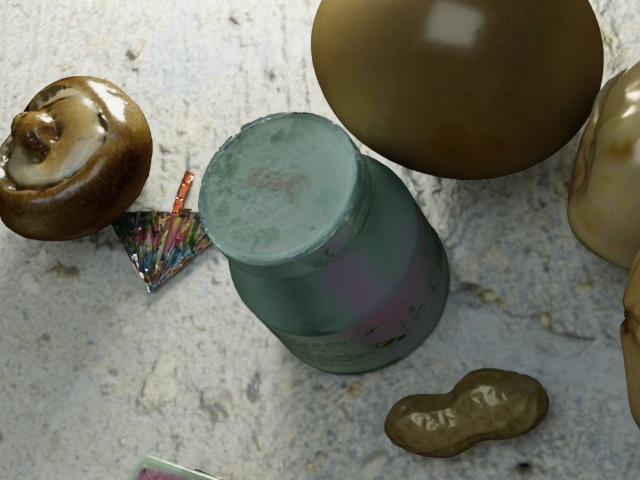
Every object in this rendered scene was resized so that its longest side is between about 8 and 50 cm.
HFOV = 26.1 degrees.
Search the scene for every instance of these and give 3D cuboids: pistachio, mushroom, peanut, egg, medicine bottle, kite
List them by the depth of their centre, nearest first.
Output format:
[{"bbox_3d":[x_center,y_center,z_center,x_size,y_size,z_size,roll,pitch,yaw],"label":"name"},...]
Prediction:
[{"bbox_3d":[0.414,-0.101,1.551,0.321,0.229,0.238,-39,96,-5],"label":"pistachio"},{"bbox_3d":[0.165,0.198,1.584,0.192,0.089,0.089,-20,58,11],"label":"peanut"},{"bbox_3d":[0.000,0.000,1.639,0.245,0.290,0.245,-10,61,19],"label":"medicine bottle"},{"bbox_3d":[0.158,-0.226,1.674,0.373,0.301,0.301,12,71,29],"label":"egg"},{"bbox_3d":[-0.202,-0.013,1.906,0.232,0.009,0.189,3,65,25],"label":"kite"},{"bbox_3d":[-0.348,-0.111,1.935,0.253,0.153,0.253,-12,59,20],"label":"mushroom"}]

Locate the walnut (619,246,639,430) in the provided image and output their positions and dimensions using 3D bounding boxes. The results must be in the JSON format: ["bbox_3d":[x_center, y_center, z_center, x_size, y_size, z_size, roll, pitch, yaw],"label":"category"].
[{"bbox_3d":[0.477,0.094,1.348,0.381,0.381,0.381,-10,61,19],"label":"walnut"}]

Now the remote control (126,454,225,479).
[{"bbox_3d":[-0.102,0.365,1.644,0.344,0.050,0.145,14,72,30],"label":"remote control"}]
